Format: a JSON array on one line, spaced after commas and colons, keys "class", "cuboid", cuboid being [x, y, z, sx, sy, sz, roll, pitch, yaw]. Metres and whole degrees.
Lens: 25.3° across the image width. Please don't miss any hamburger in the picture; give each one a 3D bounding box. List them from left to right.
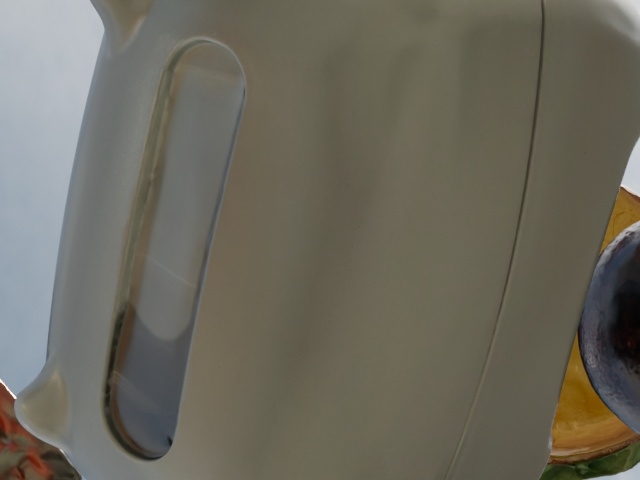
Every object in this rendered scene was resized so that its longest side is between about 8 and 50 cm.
[{"class": "hamburger", "cuboid": [0.172, 0.070, 1.106, 0.246, 0.170, 0.246, -1, -107, 4]}]

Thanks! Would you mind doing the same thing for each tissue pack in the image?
[{"class": "tissue pack", "cuboid": [0.000, 0.000, 0.692, 0.236, 0.229, 0.333, -3, -69, -45]}]

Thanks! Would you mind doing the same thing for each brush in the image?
[{"class": "brush", "cuboid": [-0.235, 0.118, 0.967, 0.051, 0.070, 0.323, -38, -118, -24]}]

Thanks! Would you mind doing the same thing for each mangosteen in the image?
[{"class": "mangosteen", "cuboid": [0.229, 0.052, 0.847, 0.152, 0.152, 0.152, 4, -103, -20]}]
